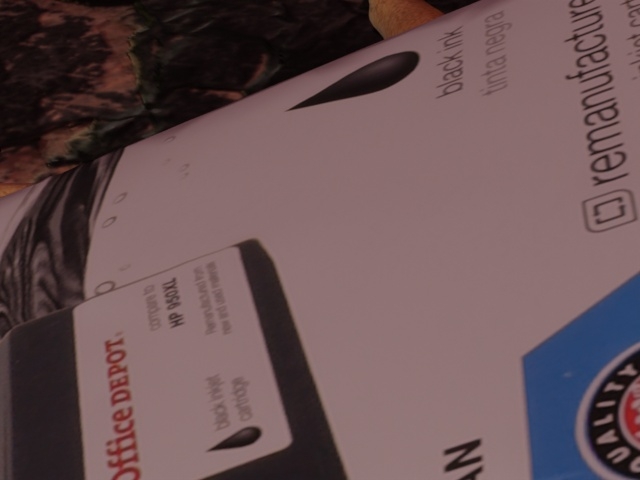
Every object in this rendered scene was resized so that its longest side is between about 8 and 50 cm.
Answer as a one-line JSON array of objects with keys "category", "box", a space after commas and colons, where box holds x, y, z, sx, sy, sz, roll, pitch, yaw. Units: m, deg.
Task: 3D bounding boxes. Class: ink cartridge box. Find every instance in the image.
[{"category": "ink cartridge box", "box": [-0.016, 0.097, 0.507, 0.395, 0.166, 0.285, -21, 29, 15]}]

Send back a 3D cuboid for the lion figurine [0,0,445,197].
[{"category": "lion figurine", "box": [0.000, 0.000, 0.784, 0.392, 0.142, 0.240, -29, 37, 7]}]
